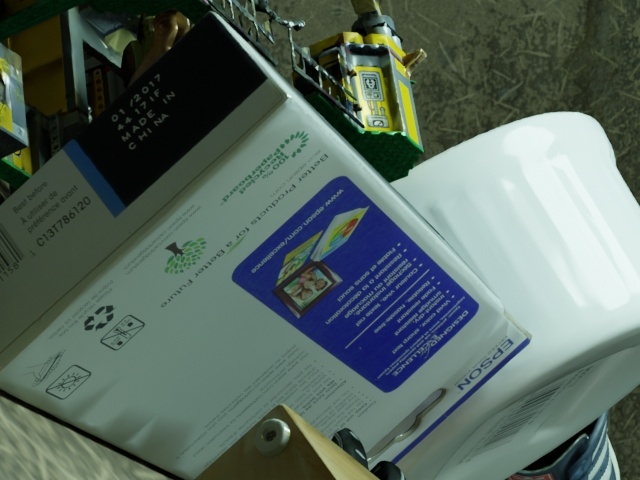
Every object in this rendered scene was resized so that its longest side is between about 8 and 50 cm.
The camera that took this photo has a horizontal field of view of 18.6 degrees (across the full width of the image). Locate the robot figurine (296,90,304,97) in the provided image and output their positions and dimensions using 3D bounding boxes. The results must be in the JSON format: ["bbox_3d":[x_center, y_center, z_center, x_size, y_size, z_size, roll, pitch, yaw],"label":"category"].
[{"bbox_3d":[0.000,0.003,1.438,0.278,0.173,0.209,43,34,-50],"label":"robot figurine"}]

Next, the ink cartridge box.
[{"bbox_3d":[-0.025,0.033,0.888,0.065,0.165,0.332,49,3,30],"label":"ink cartridge box"}]

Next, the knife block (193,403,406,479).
[{"bbox_3d":[0.041,0.177,0.746,0.242,0.088,0.276,43,6,-47],"label":"knife block"}]

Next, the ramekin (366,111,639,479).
[{"bbox_3d":[0.091,0.059,1.185,0.135,0.277,0.277,57,7,19],"label":"ramekin"}]

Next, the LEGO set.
[{"bbox_3d":[-0.104,-0.139,1.019,0.331,0.255,0.192,27,46,-48],"label":"LEGO set"}]

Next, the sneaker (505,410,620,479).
[{"bbox_3d":[0.166,0.167,1.516,0.148,0.131,0.350,-76,160,-57],"label":"sneaker"}]
